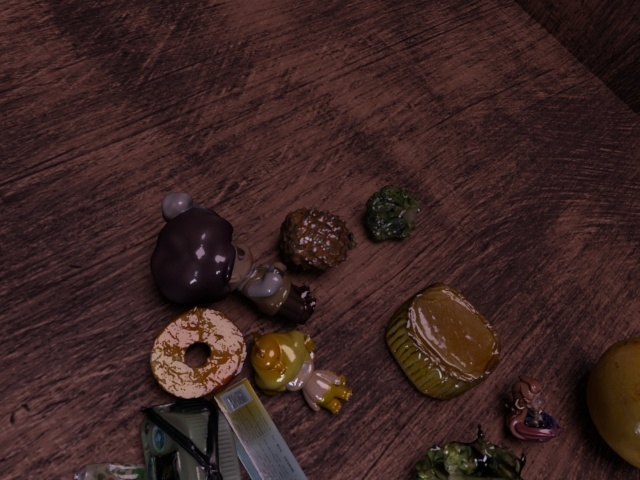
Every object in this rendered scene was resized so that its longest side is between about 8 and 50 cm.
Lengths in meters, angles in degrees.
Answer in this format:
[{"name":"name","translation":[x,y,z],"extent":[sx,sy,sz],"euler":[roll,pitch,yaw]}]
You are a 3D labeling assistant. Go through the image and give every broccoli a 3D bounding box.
[{"name":"broccoli","translation":[0.194,-0.074,1.546],"extent":[0.162,0.138,0.145],"euler":[-13,104,-33]},{"name":"broccoli","translation":[0.319,0.519,1.118],"extent":[0.348,0.281,0.293],"euler":[-16,68,-42]}]

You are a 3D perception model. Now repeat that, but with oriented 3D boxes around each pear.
[{"name":"pear","translation":[0.805,0.390,1.420],"extent":[0.314,0.314,0.314],"euler":[12,55,-17]}]

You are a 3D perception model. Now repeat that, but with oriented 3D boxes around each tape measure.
[{"name":"tape measure","translation":[-0.235,0.368,1.014],"extent":[0.115,0.207,0.235],"euler":[3,58,-39]}]

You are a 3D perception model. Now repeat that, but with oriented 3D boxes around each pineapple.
[{"name":"pineapple","translation":[0.000,0.000,1.392],"extent":[0.193,0.166,0.166],"euler":[8,57,-20]}]

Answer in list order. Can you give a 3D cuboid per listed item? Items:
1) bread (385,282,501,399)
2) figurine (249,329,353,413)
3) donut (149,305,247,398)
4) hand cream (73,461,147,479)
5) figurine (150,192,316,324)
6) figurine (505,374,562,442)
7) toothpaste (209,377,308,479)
[{"name":"bread","translation":[0.288,0.237,1.382],"extent":[0.227,0.142,0.253],"euler":[-31,78,-37]},{"name":"figurine","translation":[-0.047,0.271,1.227],"extent":[0.246,0.131,0.156],"euler":[41,91,-14]},{"name":"donut","translation":[-0.248,0.232,1.175],"extent":[0.174,0.074,0.190],"euler":[41,62,-2]},{"name":"hand cream","translation":[-0.352,0.422,1.043],"extent":[0.165,0.037,0.057],"euler":[14,55,-23]},{"name":"figurine","translation":[-0.173,0.054,1.237],"extent":[0.365,0.206,0.218],"euler":[14,28,-18]},{"name":"figurine","translation":[0.485,0.399,1.377],"extent":[0.126,0.114,0.157],"euler":[-22,85,-50]},{"name":"toothpaste","translation":[-0.101,0.422,1.128],"extent":[0.089,0.071,0.313],"euler":[-23,71,-36]}]
